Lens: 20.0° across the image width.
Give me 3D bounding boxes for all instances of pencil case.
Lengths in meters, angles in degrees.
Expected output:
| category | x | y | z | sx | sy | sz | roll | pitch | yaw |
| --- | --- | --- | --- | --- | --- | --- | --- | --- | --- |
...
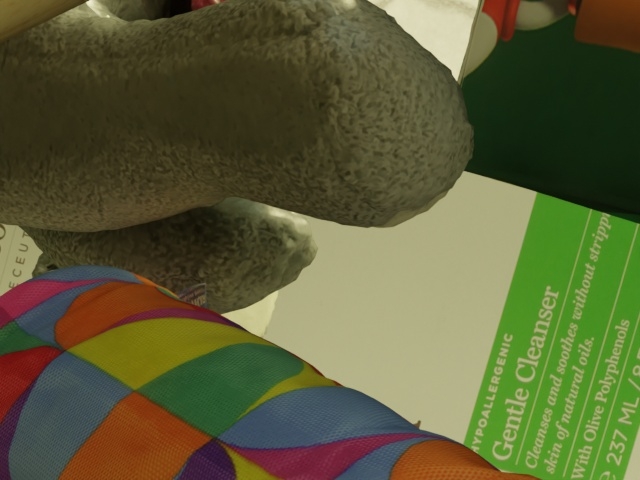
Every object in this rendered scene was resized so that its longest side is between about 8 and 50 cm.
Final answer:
| category | x | y | z | sx | sy | sz | roll | pitch | yaw |
| --- | --- | --- | --- | --- | --- | --- | --- | --- | --- |
| pencil case | -0.019 | 0.073 | 0.448 | 0.104 | 0.104 | 0.236 | 14 | 5 | -31 |

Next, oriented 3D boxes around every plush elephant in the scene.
| category | x | y | z | sx | sy | sz | roll | pitch | yaw |
| --- | --- | --- | --- | --- | --- | --- | --- | --- | --- |
| plush elephant | -0.072 | -0.093 | 0.668 | 0.330 | 0.272 | 0.255 | -29 | -6 | 29 |

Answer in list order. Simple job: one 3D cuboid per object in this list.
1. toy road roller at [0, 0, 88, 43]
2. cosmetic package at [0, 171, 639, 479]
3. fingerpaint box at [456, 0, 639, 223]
| category | x | y | z | sx | sy | sz | roll | pitch | yaw |
| --- | --- | --- | --- | --- | --- | --- | --- | --- | --- |
| toy road roller | -0.206 | -0.129 | 0.359 | 0.329 | 0.240 | 0.202 | 50 | 33 | 0 |
| cosmetic package | 0.000 | 0.000 | 0.933 | 0.365 | 0.197 | 0.155 | 14 | 4 | -10 |
| fingerpaint box | 0.328 | -0.021 | 0.553 | 0.445 | 0.163 | 0.371 | 13 | 3 | -36 |
